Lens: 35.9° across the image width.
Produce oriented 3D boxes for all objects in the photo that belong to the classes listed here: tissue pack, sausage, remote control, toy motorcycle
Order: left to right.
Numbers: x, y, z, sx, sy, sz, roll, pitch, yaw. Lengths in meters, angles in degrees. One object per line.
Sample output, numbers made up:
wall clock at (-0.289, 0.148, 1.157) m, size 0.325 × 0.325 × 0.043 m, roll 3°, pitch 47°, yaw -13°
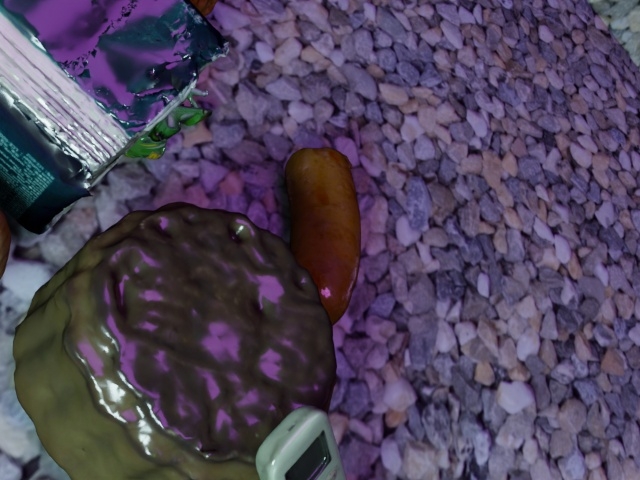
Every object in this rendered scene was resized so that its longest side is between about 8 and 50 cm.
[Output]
tissue pack at (-0.335, -0.233, 0.997) m, size 0.416 × 0.264 × 0.253 m, roll 46°, pitch 63°, yaw -10°
toy motorcycle at (-0.210, -0.162, 1.238) m, size 0.106 × 0.074 × 0.190 m, roll 57°, pitch 39°, yaw -10°
remote control at (-0.007, 0.271, 1.003) m, size 0.038 × 0.309 × 0.090 m, roll 29°, pitch 58°, yaw 31°
sausage at (-0.001, 0.001, 1.299) m, size 0.109 × 0.109 × 0.270 m, roll 26°, pitch 48°, yaw -28°

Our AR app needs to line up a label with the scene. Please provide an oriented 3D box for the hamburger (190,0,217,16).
hamburger at (-0.262, -0.379, 1.259) m, size 0.314 × 0.170 × 0.289 m, roll 15°, pitch 57°, yaw -37°

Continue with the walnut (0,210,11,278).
walnut at (-0.383, 0.005, 0.895) m, size 0.207 × 0.167 × 0.167 m, roll -28°, pitch 84°, yaw -50°

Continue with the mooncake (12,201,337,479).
mooncake at (-0.137, 0.115, 1.029) m, size 0.324 × 0.187 × 0.324 m, roll 21°, pitch 53°, yaw -30°
